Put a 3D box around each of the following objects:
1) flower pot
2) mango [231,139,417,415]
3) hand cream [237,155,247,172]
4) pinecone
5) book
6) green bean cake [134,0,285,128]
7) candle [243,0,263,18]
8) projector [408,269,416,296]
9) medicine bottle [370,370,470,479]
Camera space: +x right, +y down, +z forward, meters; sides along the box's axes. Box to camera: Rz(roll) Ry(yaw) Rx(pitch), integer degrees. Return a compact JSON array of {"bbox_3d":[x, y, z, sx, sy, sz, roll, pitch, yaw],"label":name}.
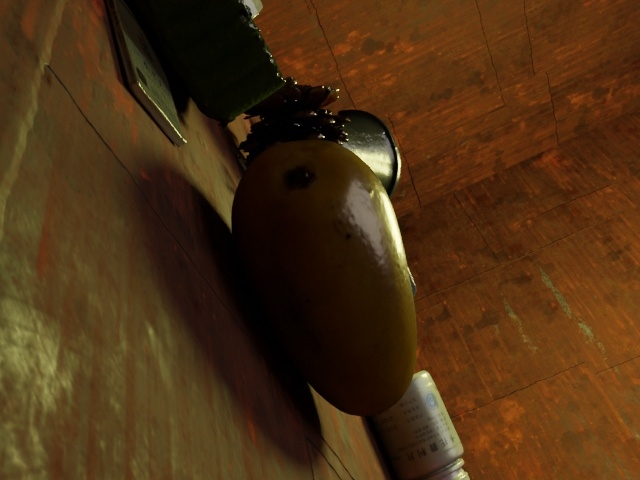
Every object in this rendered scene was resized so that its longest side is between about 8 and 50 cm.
[{"bbox_3d":[0.034,-0.226,2.084,0.251,0.379,0.379,6,57,-63],"label":"flower pot"},{"bbox_3d":[0.020,0.067,1.010,0.300,0.232,0.446,-114,-175,-67],"label":"mango"},{"bbox_3d":[-0.145,-0.130,1.401,0.093,0.019,0.030,58,8,-9],"label":"hand cream"},{"bbox_3d":[-0.060,-0.210,1.450,0.264,0.264,0.264,-25,90,-85],"label":"pinecone"},{"bbox_3d":[-0.238,-0.236,0.931,0.138,0.016,0.199,57,9,-58],"label":"book"},{"bbox_3d":[-0.185,-0.338,1.115,0.247,0.156,0.250,59,0,-31],"label":"green bean cake"},{"bbox_3d":[-0.212,-0.476,1.369,0.187,0.187,0.330,-106,171,-59],"label":"candle"},{"bbox_3d":[0.061,0.052,1.442,0.250,0.108,0.198,-13,-74,54],"label":"projector"},{"bbox_3d":[0.226,0.458,1.556,0.170,0.170,0.293,43,24,-76],"label":"medicine bottle"}]
